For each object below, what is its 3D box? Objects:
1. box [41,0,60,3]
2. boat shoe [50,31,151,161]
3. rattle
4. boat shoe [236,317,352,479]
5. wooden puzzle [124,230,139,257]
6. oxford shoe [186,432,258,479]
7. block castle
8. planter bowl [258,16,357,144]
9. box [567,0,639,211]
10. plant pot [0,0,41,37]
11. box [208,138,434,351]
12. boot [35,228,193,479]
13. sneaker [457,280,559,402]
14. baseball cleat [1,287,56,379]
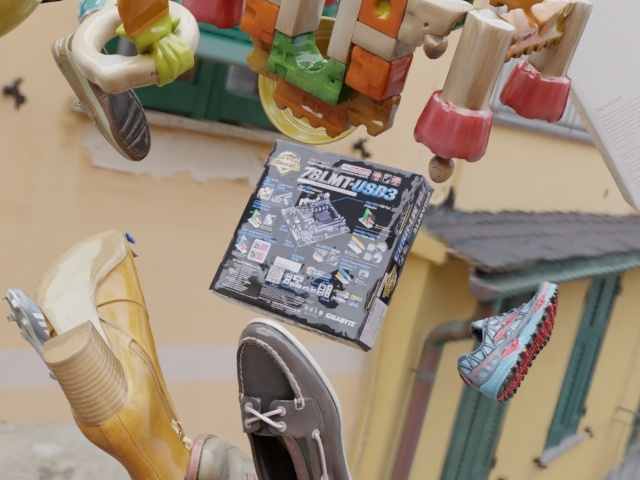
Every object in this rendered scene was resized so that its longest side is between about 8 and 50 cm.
[{"bbox_3d":[-0.578,-0.503,1.943,0.233,0.044,0.159,-2,30,19],"label":"box"},{"bbox_3d":[-0.292,-0.188,1.309,0.072,0.190,0.068,-5,31,34],"label":"boat shoe"},{"bbox_3d":[-0.201,-0.244,0.959,0.143,0.130,0.200,57,8,-48],"label":"rattle"},{"bbox_3d":[-0.030,0.252,1.157,0.112,0.335,0.095,-1,29,36],"label":"boat shoe"},{"bbox_3d":[-0.364,0.014,1.724,0.116,0.014,0.078,-13,-45,28],"label":"wooden puzzle"},{"bbox_3d":[-0.128,0.401,1.649,0.130,0.123,0.348,4,-21,15],"label":"oxford shoe"},{"bbox_3d":[0.075,-0.266,1.234,0.453,0.213,0.303,32,35,24],"label":"block castle"},{"bbox_3d":[0.008,-0.273,1.717,0.217,0.217,0.090,17,8,18],"label":"planter bowl"},{"bbox_3d":[0.477,-0.240,1.529,0.168,0.345,0.215,-29,0,14],"label":"box"},{"bbox_3d":[-0.517,-0.369,1.537,0.134,0.095,0.134,31,13,-8],"label":"plant pot"},{"bbox_3d":[0.000,0.000,1.629,0.295,0.293,0.073,16,-15,28],"label":"box"},{"bbox_3d":[-0.213,0.133,1.058,0.104,0.211,0.295,-23,28,4],"label":"boot"},{"bbox_3d":[0.325,0.153,1.716,0.125,0.104,0.262,23,52,26],"label":"sneaker"},{"bbox_3d":[-0.450,0.156,1.684,0.109,0.206,0.072,-31,-2,-32],"label":"baseball cleat"}]
